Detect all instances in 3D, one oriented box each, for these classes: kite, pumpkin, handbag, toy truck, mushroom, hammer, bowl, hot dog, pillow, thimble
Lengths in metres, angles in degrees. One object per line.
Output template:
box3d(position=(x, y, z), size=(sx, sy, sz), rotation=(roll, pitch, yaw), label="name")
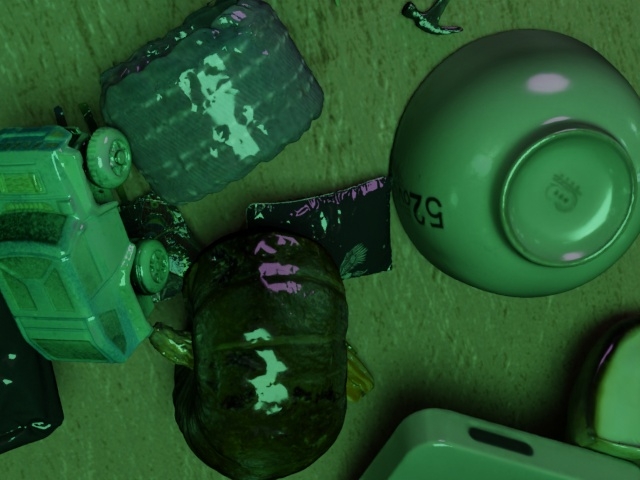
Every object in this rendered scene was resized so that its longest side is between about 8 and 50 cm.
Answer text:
box3d(position=(-0.242, -0.053, 1.379), size=(0.152, 0.015, 0.285), rotation=(-16, 110, 0), label="kite")
box3d(position=(-0.090, 0.162, 1.318), size=(0.242, 0.232, 0.325), rotation=(3, 130, -10), label="pumpkin")
box3d(position=(-0.470, 0.118, 1.311), size=(0.275, 0.178, 0.302), rotation=(-16, 111, -22), label="handbag")
box3d(position=(-0.280, 0.002, 1.234), size=(0.155, 0.156, 0.279), rotation=(0, 127, 21), label="toy truck")
box3d(position=(0.482, 0.231, 1.565), size=(0.292, 0.217, 0.212), rotation=(9, 151, -1), label="mushroom")
box3d(position=(0.187, -0.342, 1.370), size=(0.078, 0.021, 0.201), rotation=(32, 100, -19), label="hammer")
box3d(position=(0.277, -0.076, 1.386), size=(0.354, 0.185, 0.354), rotation=(-3, 108, -10), label="bowl")
box3d(position=(0.026, 0.168, 1.497), size=(0.056, 0.041, 0.133), rotation=(-38, 118, 3), label="hot dog")
box3d(position=(0.000, 0.000, 1.408), size=(0.208, 0.055, 0.141), rotation=(-11, 117, -24), label="pillow")
box3d(position=(-0.129, -0.167, 1.276), size=(0.236, 0.205, 0.172), rotation=(-29, 107, 15), label="thimble")

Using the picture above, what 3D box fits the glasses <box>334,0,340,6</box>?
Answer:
box3d(position=(-0.038, -0.376, 1.299), size=(0.207, 0.102, 0.239), rotation=(26, 101, -46), label="glasses")

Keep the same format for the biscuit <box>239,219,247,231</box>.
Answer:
box3d(position=(-0.088, 0.054, 1.441), size=(0.138, 0.031, 0.205), rotation=(18, 102, -16), label="biscuit")

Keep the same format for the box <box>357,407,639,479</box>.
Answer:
box3d(position=(0.212, 0.397, 1.521), size=(0.367, 0.090, 0.373), rotation=(19, 128, -15), label="box")
